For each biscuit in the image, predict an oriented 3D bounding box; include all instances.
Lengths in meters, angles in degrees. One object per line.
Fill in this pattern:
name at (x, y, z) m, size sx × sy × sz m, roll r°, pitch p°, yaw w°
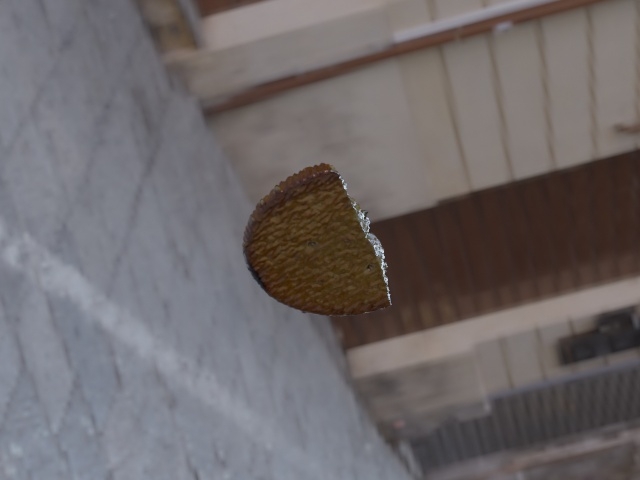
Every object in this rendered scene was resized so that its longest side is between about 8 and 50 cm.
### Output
biscuit at (-0.009, 0.008, 1.450) m, size 0.206 × 0.126 × 0.025 m, roll 66°, pitch 10°, yaw -46°
